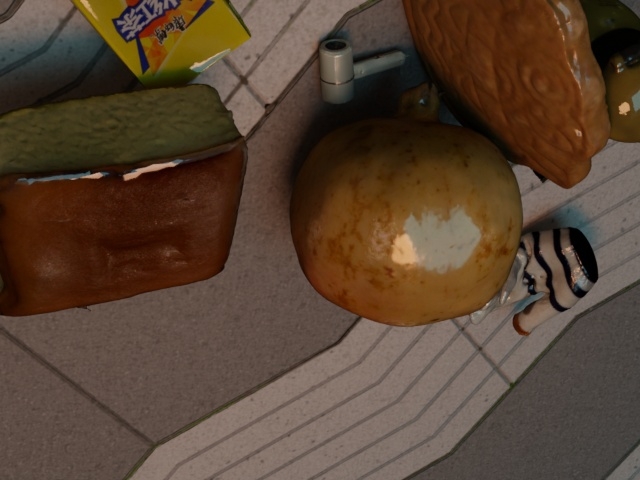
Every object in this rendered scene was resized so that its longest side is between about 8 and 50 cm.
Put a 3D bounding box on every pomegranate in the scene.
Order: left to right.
[{"bbox_3d":[0.118,-0.053,1.848,0.343,0.342,0.342,-13,127,-17],"label":"pomegranate"}]

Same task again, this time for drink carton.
[{"bbox_3d":[-0.243,-0.342,1.593,0.155,0.111,0.351,-36,130,3],"label":"drink carton"}]

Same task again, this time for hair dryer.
[{"bbox_3d":[0.063,-0.249,1.853,0.137,0.047,0.082,-18,128,-20],"label":"hair dryer"}]

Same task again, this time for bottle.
[{"bbox_3d":[0.355,-0.251,1.785,0.172,0.351,0.171,-13,127,-18],"label":"bottle"}]

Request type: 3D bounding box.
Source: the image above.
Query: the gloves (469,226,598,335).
[{"bbox_3d":[0.337,0.065,2.168,0.219,0.131,0.140,-22,141,30],"label":"gloves"}]

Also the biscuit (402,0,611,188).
[{"bbox_3d":[0.229,-0.238,1.729,0.062,0.365,0.385,-37,139,-15],"label":"biscuit"}]

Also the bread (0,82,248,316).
[{"bbox_3d":[-0.274,-0.044,1.706,0.324,0.143,0.333,-12,151,-17],"label":"bread"}]

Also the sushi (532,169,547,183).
[{"bbox_3d":[0.377,-0.177,1.935,0.050,0.215,0.192,37,103,-22],"label":"sushi"}]
